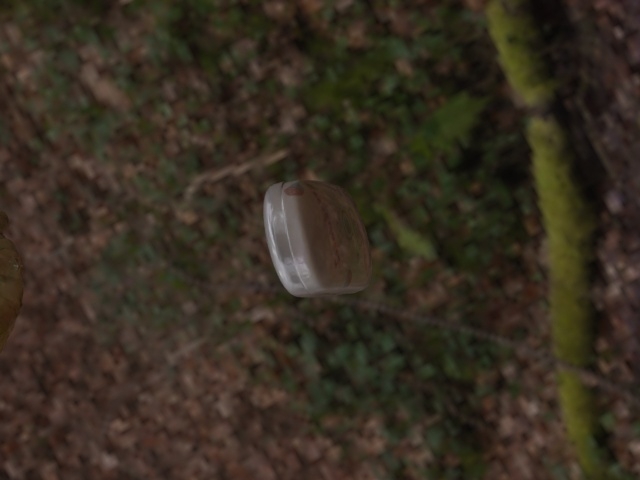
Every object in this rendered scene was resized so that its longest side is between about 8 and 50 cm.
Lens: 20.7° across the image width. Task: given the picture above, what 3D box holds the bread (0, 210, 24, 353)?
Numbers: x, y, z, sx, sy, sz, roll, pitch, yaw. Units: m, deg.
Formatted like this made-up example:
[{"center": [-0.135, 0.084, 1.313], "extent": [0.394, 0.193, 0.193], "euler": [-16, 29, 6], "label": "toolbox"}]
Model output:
[{"center": [-0.303, 0.120, 0.786], "extent": [0.237, 0.375, 0.165], "euler": [19, -158, -25], "label": "bread"}]

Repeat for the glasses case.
[{"center": [0.000, 0.000, 1.227], "extent": [0.204, 0.051, 0.081], "euler": [0, -102, -79], "label": "glasses case"}]
